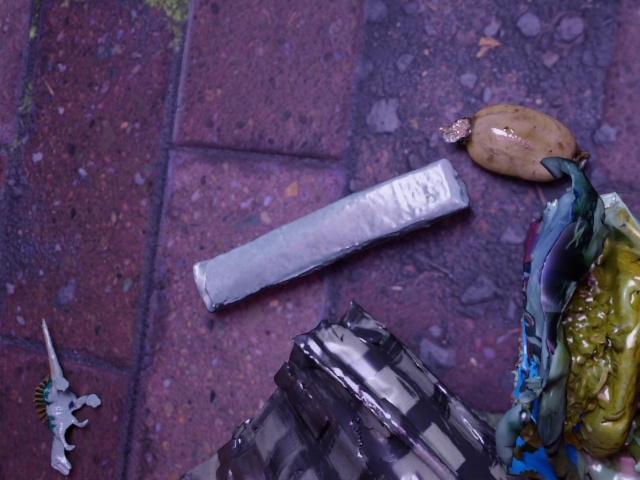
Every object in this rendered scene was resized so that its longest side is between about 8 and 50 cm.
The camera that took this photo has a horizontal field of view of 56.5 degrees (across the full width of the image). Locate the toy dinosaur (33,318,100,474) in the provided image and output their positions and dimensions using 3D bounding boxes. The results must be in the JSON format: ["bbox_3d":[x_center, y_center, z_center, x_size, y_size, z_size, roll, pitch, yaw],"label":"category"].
[{"bbox_3d":[-0.358,0.212,0.800,0.106,0.044,0.187,-43,76,29],"label":"toy dinosaur"}]

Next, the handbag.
[{"bbox_3d":[0.040,0.274,0.579,0.327,0.162,0.325,47,116,18],"label":"handbag"}]

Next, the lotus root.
[{"bbox_3d":[0.196,-0.101,0.607,0.151,0.063,0.072,15,103,15],"label":"lotus root"}]

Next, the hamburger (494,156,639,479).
[{"bbox_3d":[0.232,0.082,0.484,0.150,0.276,0.261,6,83,21],"label":"hamburger"}]

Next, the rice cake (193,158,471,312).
[{"bbox_3d":[0.000,0.000,0.670,0.336,0.063,0.066,-22,78,17],"label":"rice cake"}]
